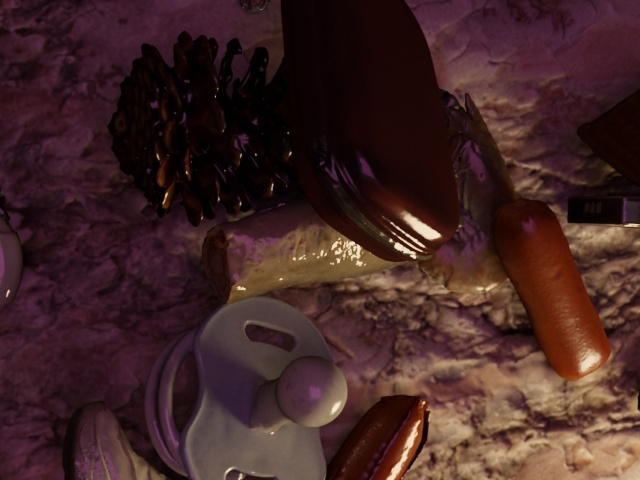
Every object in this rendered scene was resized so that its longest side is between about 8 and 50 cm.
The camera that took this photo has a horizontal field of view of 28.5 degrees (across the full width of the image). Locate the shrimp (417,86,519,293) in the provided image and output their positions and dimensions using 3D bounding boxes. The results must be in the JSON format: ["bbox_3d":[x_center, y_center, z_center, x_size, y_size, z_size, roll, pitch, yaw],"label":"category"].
[{"bbox_3d":[0.177,-0.074,1.716,0.168,0.077,0.317,-25,101,-11],"label":"shrimp"}]

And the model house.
[{"bbox_3d":[0.494,-0.148,1.697,0.229,0.219,0.199,-40,78,-9],"label":"model house"}]

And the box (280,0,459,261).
[{"bbox_3d":[0.057,-0.166,1.528,0.263,0.108,0.404,34,41,-45],"label":"box"}]

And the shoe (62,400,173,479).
[{"bbox_3d":[-0.203,0.354,1.611,0.211,0.132,0.342,-16,97,-16],"label":"shoe"}]

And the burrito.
[{"bbox_3d":[0.000,-0.003,1.635,0.299,0.143,0.105,-13,63,-14],"label":"burrito"}]

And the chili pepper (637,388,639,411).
[{"bbox_3d":[0.495,0.201,1.811,0.118,0.035,0.055,-32,109,-20],"label":"chili pepper"}]

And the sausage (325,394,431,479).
[{"bbox_3d":[0.038,0.343,1.674,0.102,0.102,0.330,35,84,-10],"label":"sausage"}]

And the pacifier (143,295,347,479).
[{"bbox_3d":[-0.062,0.197,1.564,0.244,0.233,0.299,20,63,-32],"label":"pacifier"}]

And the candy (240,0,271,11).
[{"bbox_3d":[-0.099,-0.396,1.669,0.053,0.046,0.182,-15,95,-10],"label":"candy"}]

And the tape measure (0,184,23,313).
[{"bbox_3d":[-0.467,0.023,1.553,0.197,0.120,0.236,2,94,-15],"label":"tape measure"}]

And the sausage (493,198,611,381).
[{"bbox_3d":[0.318,0.073,1.717,0.089,0.083,0.300,-37,114,-18],"label":"sausage"}]

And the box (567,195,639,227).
[{"bbox_3d":[0.527,-0.032,1.740,0.325,0.180,0.047,3,91,-12],"label":"box"}]

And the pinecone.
[{"bbox_3d":[-0.117,-0.146,1.573,0.292,0.246,0.246,-10,92,-24],"label":"pinecone"}]
